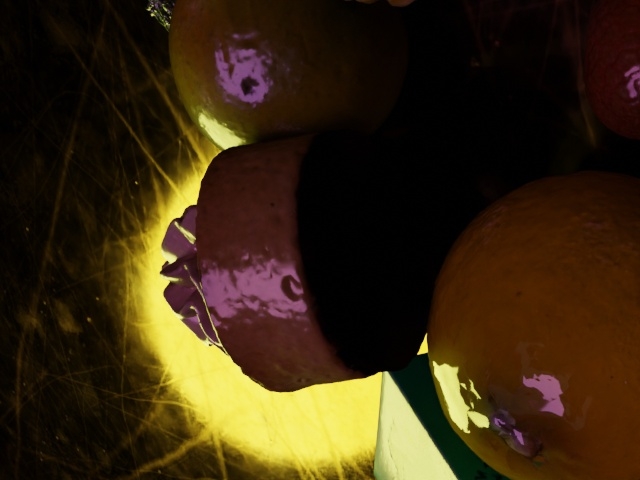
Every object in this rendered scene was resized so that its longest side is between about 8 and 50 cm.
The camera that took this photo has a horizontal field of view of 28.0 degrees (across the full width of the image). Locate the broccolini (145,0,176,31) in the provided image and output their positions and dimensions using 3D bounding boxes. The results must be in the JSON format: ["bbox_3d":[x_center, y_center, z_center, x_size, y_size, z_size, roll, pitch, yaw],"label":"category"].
[{"bbox_3d":[-0.097,-0.166,1.210,0.239,0.051,0.054,51,136,-4],"label":"broccolini"}]

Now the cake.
[{"bbox_3d":[-0.034,0.024,0.975,0.178,0.207,0.185,-15,63,35],"label":"cake"}]

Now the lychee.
[{"bbox_3d":[0.227,-0.105,0.854,0.114,0.101,0.140,-27,114,13],"label":"lychee"}]

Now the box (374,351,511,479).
[{"bbox_3d":[0.136,0.224,1.113,0.245,0.092,0.153,-123,28,-49],"label":"box"}]

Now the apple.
[{"bbox_3d":[-0.028,-0.145,1.023,0.196,0.196,0.157,-14,76,50],"label":"apple"}]

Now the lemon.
[{"bbox_3d":[0.186,0.079,0.936,0.240,0.219,0.241,23,131,29],"label":"lemon"}]

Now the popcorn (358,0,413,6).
[{"bbox_3d":[0.020,-0.274,0.893,0.181,0.216,0.235,-46,72,24],"label":"popcorn"}]
